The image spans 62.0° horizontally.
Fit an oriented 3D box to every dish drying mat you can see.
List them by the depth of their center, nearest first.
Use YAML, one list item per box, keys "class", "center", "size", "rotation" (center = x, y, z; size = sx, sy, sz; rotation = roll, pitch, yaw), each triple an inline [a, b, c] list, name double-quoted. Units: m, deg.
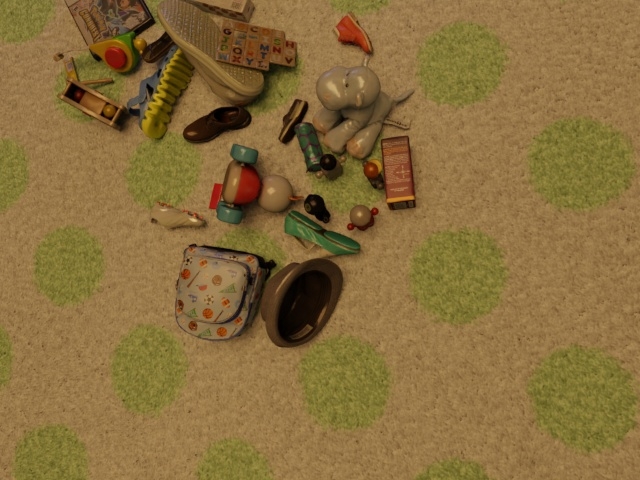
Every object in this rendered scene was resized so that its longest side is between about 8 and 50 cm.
- class: "dish drying mat"
  center: [-0.330, -0.139, 1.683]
  size: [0.032, 0.008, 0.083]
  rotation: [10, 84, 14]

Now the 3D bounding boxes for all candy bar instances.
- class: "candy bar"
  center: [-0.867, -0.574, 1.864]
  size: [0.040, 0.018, 0.161]
  rotation: [-22, 77, 5]

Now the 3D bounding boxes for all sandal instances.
- class: "sandal"
  center: [-0.529, -0.497, 1.729]
  size: [0.138, 0.126, 0.317]
  rotation: [26, 86, 19]
- class: "sandal"
  center: [-0.489, -0.648, 1.767]
  size: [0.090, 0.060, 0.219]
  rotation: [37, 74, 30]

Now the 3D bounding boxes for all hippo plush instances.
- class: "hippo plush"
  center: [0.101, -0.371, 1.507]
  size: [0.294, 0.236, 0.234]
  rotation: [5, 82, 13]

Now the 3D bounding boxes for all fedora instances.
- class: "fedora"
  center: [-0.072, 0.158, 1.495]
  size: [0.124, 0.244, 0.275]
  rotation: [26, 97, 44]

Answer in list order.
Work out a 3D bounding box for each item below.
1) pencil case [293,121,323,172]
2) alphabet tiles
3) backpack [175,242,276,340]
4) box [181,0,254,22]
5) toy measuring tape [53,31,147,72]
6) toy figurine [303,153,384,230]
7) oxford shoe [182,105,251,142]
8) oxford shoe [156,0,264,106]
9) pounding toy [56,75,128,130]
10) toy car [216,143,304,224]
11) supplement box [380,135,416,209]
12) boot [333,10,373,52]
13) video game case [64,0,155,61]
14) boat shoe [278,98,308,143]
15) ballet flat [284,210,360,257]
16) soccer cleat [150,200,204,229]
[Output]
- class: "pencil case"
  center: [-0.032, -0.280, 1.611]
  size: [0.065, 0.070, 0.151]
  rotation: [-11, 75, -24]
- class: "alphabet tiles"
  center: [-0.194, -0.602, 1.655]
  size: [0.237, 0.009, 0.198]
  rotation: [8, 56, -10]
- class: "backpack"
  center: [-0.294, 0.156, 1.535]
  size: [0.277, 0.213, 0.263]
  rotation: [9, 94, 11]
- class: "box"
  center: [-0.378, -0.803, 1.771]
  size: [0.324, 0.063, 0.067]
  rotation: [19, 84, 14]
- class: "toy measuring tape"
  center: [-0.728, -0.611, 1.792]
  size: [0.330, 0.121, 0.121]
  rotation: [-9, 79, 12]
- class: "toy figurine"
  center: [0.072, -0.140, 1.523]
  size: [0.213, 0.148, 0.209]
  rotation: [16, 85, 15]
- class: "oxford shoe"
  center: [-0.341, -0.376, 1.679]
  size: [0.227, 0.096, 0.082]
  rotation: [-20, 79, 10]
- class: "oxford shoe"
  center: [-0.358, -0.586, 1.677]
  size: [0.449, 0.130, 0.169]
  rotation: [46, 55, 8]
- class: "pounding toy"
  center: [-0.745, -0.487, 1.747]
  size: [0.270, 0.154, 0.154]
  rotation: [28, 88, 10]
- class: "toy car"
  center: [-0.169, -0.150, 1.587]
  size: [0.238, 0.210, 0.219]
  rotation: [14, 98, -15]
- class: "supplement box"
  center: [0.223, -0.191, 1.521]
  size: [0.081, 0.104, 0.188]
  rotation: [-6, 80, 11]
- class: "boot"
  center: [0.102, -0.624, 1.645]
  size: [0.085, 0.059, 0.158]
  rotation: [-34, 67, 8]
- class: "video game case"
  center: [-0.740, -0.803, 1.864]
  size: [0.248, 0.035, 0.274]
  rotation: [-31, 76, 6]
- class: "boat shoe"
  center: [-0.092, -0.369, 1.648]
  size: [0.049, 0.056, 0.152]
  rotation: [27, 78, 20]
- class: "ballet flat"
  center: [0.000, 0.000, 1.562]
  size: [0.247, 0.083, 0.087]
  rotation: [28, 112, 15]
- class: "soccer cleat"
  center: [-0.449, -0.065, 1.671]
  size: [0.196, 0.068, 0.076]
  rotation: [17, 90, 21]
